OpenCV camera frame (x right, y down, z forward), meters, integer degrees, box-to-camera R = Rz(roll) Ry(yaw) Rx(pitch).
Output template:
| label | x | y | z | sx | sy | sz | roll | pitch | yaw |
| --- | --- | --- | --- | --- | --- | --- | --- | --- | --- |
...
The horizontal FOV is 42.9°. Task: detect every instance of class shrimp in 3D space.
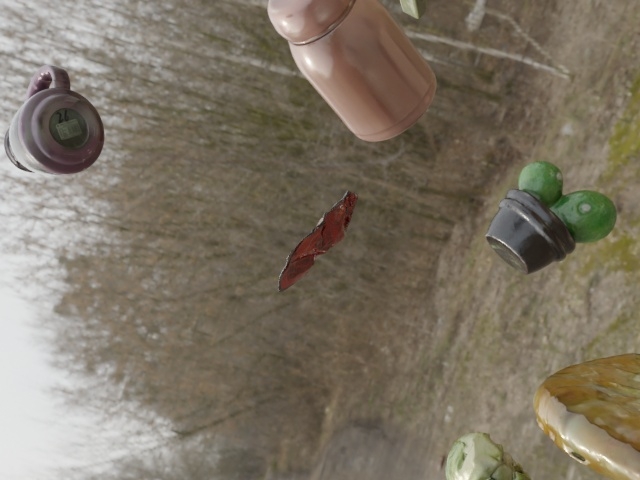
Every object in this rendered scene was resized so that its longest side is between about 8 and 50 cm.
| label | x | y | z | sx | sy | sz | roll | pitch | yaw |
| --- | --- | --- | --- | --- | --- | --- | --- | --- | --- |
| shrimp | 0.375 | 0.155 | 0.680 | 0.272 | 0.445 | 0.085 | 18 | 101 | 49 |

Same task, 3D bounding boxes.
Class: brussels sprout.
| label | x | y | z | sx | sy | sz | roll | pitch | yaw |
| --- | --- | --- | --- | --- | --- | --- | --- | --- | --- |
| brussels sprout | 0.238 | 0.352 | 1.190 | 0.100 | 0.139 | 0.181 | -44 | -41 | -13 |

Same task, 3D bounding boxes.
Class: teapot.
| label | x | y | z | sx | sy | sz | roll | pitch | yaw |
| --- | --- | --- | --- | --- | --- | --- | --- | --- | --- |
| teapot | -0.383 | -0.154 | 1.119 | 0.146 | 0.148 | 0.116 | -8 | 21 | 49 |

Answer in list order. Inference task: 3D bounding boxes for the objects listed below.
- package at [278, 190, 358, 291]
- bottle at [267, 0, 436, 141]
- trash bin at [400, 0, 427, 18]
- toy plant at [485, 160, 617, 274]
| label | x | y | z | sx | sy | sz | roll | pitch | yaw |
| --- | --- | --- | --- | --- | --- | --- | --- | --- | --- |
| package | 0.000 | 0.000 | 1.943 | 0.269 | 0.071 | 0.194 | -50 | -22 | -32 |
| bottle | 0.053 | -0.325 | 1.317 | 0.173 | 0.297 | 0.206 | 19 | 70 | 52 |
| trash bin | 0.216 | -0.572 | 1.919 | 0.043 | 0.061 | 0.092 | -46 | -30 | -13 |
| toy plant | 0.470 | -0.045 | 1.680 | 0.235 | 0.218 | 0.175 | -45 | -5 | -4 |
